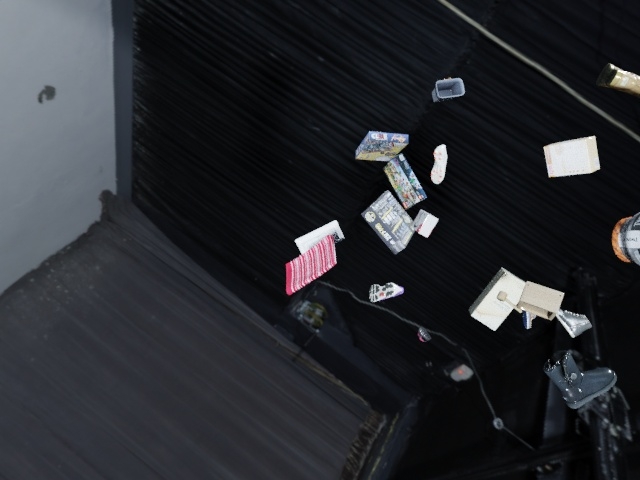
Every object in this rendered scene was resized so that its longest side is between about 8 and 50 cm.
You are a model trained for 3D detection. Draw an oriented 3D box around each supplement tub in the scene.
[{"bbox_3d":[1.074,-0.007,1.186,0.193,0.194,0.316,-53,-168,-13],"label":"supplement tub"}]

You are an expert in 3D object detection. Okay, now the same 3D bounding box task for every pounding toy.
[{"bbox_3d":[0.805,0.222,1.553,0.094,0.206,0.181,-63,152,-12],"label":"pounding toy"}]

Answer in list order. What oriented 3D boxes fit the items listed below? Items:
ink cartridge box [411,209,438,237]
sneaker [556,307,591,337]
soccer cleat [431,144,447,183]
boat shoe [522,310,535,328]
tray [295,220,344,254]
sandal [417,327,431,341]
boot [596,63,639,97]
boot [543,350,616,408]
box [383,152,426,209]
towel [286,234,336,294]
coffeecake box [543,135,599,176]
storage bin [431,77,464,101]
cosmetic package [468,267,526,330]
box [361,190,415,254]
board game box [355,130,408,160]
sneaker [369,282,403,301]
[{"bbox_3d":[0.487,-0.082,1.880,0.099,0.056,0.135,-63,-172,12],"label":"ink cartridge box"},{"bbox_3d":[1.326,0.394,2.132,0.118,0.221,0.083,-36,169,17],"label":"sneaker"},{"bbox_3d":[0.577,-0.364,1.921,0.076,0.068,0.196,-41,140,-34],"label":"soccer cleat"},{"bbox_3d":[1.351,0.478,2.577,0.066,0.067,0.182,-28,116,-88],"label":"boat shoe"},{"bbox_3d":[0.000,0.000,2.356,0.271,0.145,0.030,-26,-150,0],"label":"tray"},{"bbox_3d":[0.499,0.464,1.934,0.040,0.067,0.179,-34,153,10],"label":"sandal"},{"bbox_3d":[1.303,-0.627,1.637,0.236,0.270,0.089,-59,169,-52],"label":"boot"},{"bbox_3d":[1.053,0.532,1.624,0.247,0.207,0.094,-32,-176,-4],"label":"boot"},{"bbox_3d":[0.390,-0.271,1.871,0.044,0.232,0.159,-27,175,-16],"label":"box"},{"bbox_3d":[-0.048,0.105,1.758,0.275,0.031,0.198,-35,-146,23],"label":"towel"},{"bbox_3d":[1.089,-0.361,1.738,0.068,0.142,0.186,-21,-168,-24],"label":"coffeecake box"},{"bbox_3d":[0.603,-0.720,1.920,0.135,0.098,0.091,-11,178,-9],"label":"storage bin"},{"bbox_3d":[0.987,0.324,2.217,0.309,0.160,0.113,-59,174,14],"label":"cosmetic package"},{"bbox_3d":[0.440,-0.124,2.481,0.097,0.318,0.395,-41,-179,32],"label":"box"},{"bbox_3d":[0.258,-0.402,1.726,0.243,0.165,0.042,146,-54,-80],"label":"board game box"},{"bbox_3d":[0.255,0.208,1.564,0.170,0.071,0.068,-17,-115,54],"label":"sneaker"}]
